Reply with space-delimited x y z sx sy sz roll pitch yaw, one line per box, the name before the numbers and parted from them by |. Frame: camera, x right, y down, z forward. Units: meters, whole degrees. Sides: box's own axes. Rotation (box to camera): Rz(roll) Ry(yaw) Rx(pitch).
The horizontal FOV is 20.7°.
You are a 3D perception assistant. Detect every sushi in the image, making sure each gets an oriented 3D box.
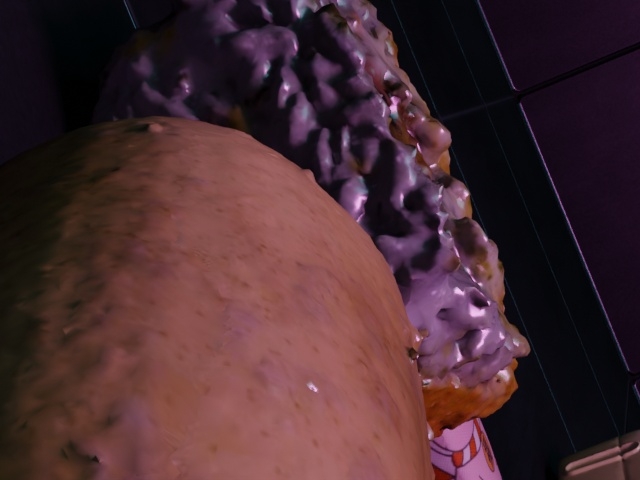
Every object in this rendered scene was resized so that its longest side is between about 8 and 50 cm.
sushi | 0.000 0.000 0.776 0.274 0.139 0.184 66 13 23

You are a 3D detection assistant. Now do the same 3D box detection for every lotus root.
lotus root | -0.043 0.080 0.431 0.343 0.151 0.169 -92 156 -65

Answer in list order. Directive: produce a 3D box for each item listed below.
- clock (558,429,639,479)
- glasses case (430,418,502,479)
clock | 0.323 0.368 1.576 0.286 0.117 0.348 -76 143 -70
glasses case | 0.042 0.082 0.984 0.103 0.067 0.267 -89 155 -64
